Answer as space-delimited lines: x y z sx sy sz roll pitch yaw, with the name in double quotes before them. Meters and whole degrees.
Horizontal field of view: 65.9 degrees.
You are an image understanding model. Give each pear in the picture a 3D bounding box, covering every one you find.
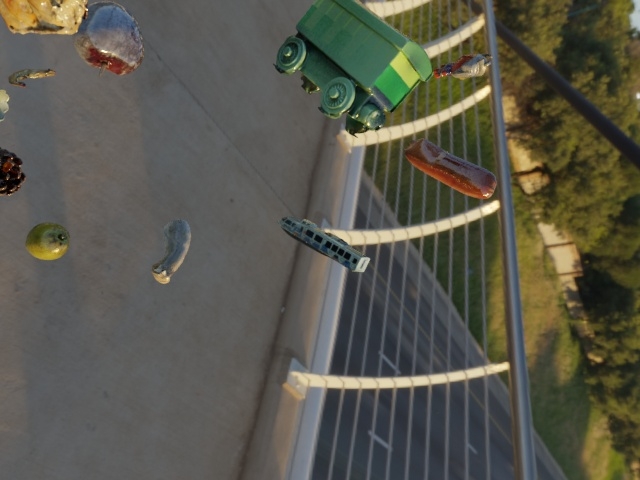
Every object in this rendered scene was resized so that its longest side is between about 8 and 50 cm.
"pear" -0.761 0.001 1.383 0.107 0.131 0.107 -7 90 -72

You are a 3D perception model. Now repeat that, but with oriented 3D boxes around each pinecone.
"pinecone" -1.076 -0.229 1.632 0.179 0.195 0.150 17 101 -31

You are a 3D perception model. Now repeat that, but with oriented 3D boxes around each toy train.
"toy train" 0.000 0.000 0.964 0.043 0.207 0.047 8 110 -59
"toy train" 0.050 -0.335 0.925 0.301 0.202 0.120 52 16 32

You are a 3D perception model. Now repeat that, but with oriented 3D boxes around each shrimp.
"shrimp" -0.742 -0.417 1.270 0.023 0.114 0.083 92 -12 -46

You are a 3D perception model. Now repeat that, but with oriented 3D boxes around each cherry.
"cherry" -0.788 -0.747 1.842 0.255 0.218 0.296 14 72 -43

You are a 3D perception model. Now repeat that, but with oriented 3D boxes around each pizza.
"pizza" -0.457 -0.439 0.811 0.071 0.296 0.189 -33 124 -55

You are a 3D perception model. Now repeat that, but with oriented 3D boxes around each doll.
"doll" 0.388 -0.472 1.348 0.104 0.194 0.062 -16 108 -25

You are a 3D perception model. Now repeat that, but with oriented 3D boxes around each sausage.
"sausage" 0.383 -0.212 1.471 0.089 0.300 0.083 -54 156 -5

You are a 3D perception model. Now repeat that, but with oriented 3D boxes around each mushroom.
"mushroom" -0.479 0.038 1.595 0.092 0.081 0.223 26 52 -27

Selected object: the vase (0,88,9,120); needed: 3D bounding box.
"vase" -0.765 -0.312 1.060 0.148 0.081 0.081 18 55 -10
